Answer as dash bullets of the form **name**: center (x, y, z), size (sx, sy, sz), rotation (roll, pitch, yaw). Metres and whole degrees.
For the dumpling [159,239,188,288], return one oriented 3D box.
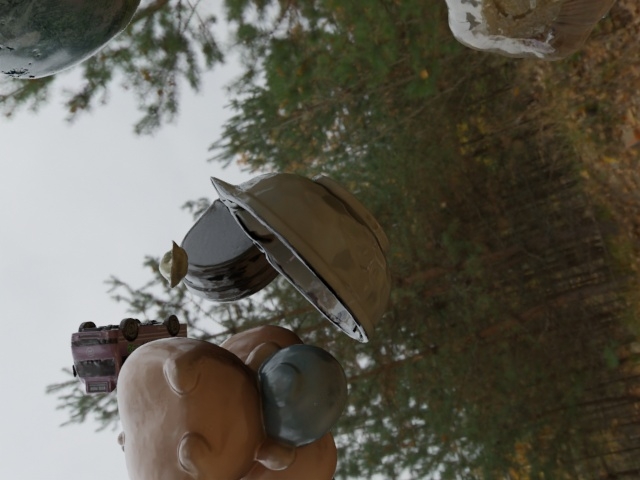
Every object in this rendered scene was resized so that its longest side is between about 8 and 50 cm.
- **dumpling**: center (-0.223, 0.032, 0.895), size (0.059, 0.043, 0.077), rotation (95, -167, -49)

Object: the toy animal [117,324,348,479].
- **toy animal**: center (-0.101, 0.199, 0.632), size (0.229, 0.221, 0.210), rotation (125, 135, -55)

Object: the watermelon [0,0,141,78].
- **watermelon**: center (-0.282, -0.284, 0.570), size (0.322, 0.175, 0.188), rotation (68, -154, -54)

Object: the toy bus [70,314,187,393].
- **toy bus**: center (-0.304, 0.179, 0.950), size (0.199, 0.096, 0.108), rotation (12, -108, -69)

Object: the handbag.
- **handbag**: center (-0.152, -0.010, 1.187), size (0.308, 0.254, 0.093), rotation (-55, -45, -29)

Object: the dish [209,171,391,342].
- **dish**: center (0.000, 0.000, 0.795), size (0.303, 0.120, 0.303), rotation (45, 169, 11)

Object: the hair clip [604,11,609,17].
- **hair clip**: center (0.498, -0.539, 1.201), size (0.275, 0.083, 0.048), rotation (19, -172, -18)

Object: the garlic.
- **garlic**: center (0.350, -0.446, 0.984), size (0.322, 0.241, 0.322), rotation (34, 173, 5)

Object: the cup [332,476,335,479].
- **cup**: center (-0.097, 0.307, 0.881), size (0.203, 0.203, 0.288), rotation (44, -168, -53)
